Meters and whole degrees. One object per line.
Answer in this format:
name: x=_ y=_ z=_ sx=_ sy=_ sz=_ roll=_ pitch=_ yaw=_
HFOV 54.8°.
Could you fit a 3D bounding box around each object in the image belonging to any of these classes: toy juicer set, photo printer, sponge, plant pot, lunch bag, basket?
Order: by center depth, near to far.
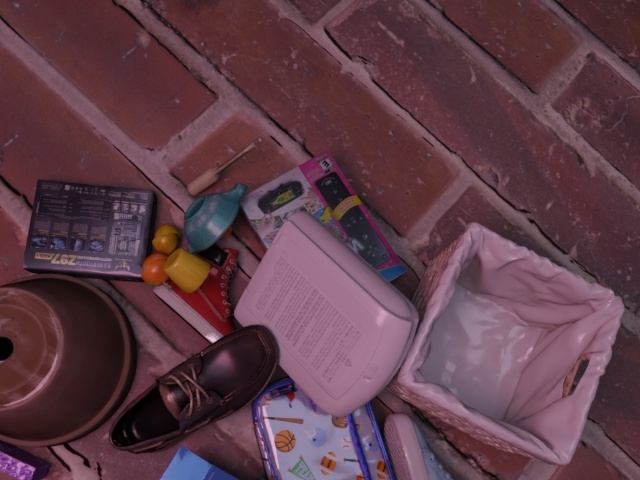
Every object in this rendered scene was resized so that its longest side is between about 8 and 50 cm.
plant pot: x=-0.502 y=0.199 z=1.065 sx=0.323 sy=0.280 sz=0.323 roll=2 pitch=77 yaw=-7
photo printer: x=0.011 y=0.137 z=1.092 sx=0.307 sy=0.107 sz=0.256 roll=42 pitch=117 yaw=24
sponge: x=-0.587 y=0.367 z=1.093 sx=0.210 sy=0.117 sz=0.031 roll=26 pitch=72 yaw=0
lunch bag: x=0.007 y=0.383 z=1.171 sx=0.243 sy=0.115 sz=0.303 roll=-13 pitch=79 yaw=-13
basket: x=0.326 y=0.201 z=1.178 sx=0.331 sy=0.266 sz=0.328 roll=27 pitch=74 yaw=1
toy juicer set: x=-0.236 y=-0.032 z=1.225 sx=0.089 sy=0.209 sz=0.329 roll=42 pitch=55 yaw=-28

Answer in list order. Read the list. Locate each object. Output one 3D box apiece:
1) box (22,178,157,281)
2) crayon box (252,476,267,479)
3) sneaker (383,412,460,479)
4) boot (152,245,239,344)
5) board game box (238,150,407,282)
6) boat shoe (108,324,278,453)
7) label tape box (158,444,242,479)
box: x=-0.457 y=-0.018 z=1.239 sx=0.232 sy=0.059 sz=0.183 roll=4 pitch=75 yaw=-7
crayon box: x=-0.228 y=0.566 z=1.108 sx=0.318 sy=0.081 sz=0.202 roll=-13 pitch=77 yaw=-11
sneaker: x=0.233 y=0.489 z=1.173 sx=0.150 sy=0.135 sz=0.366 roll=-17 pitch=87 yaw=-19
boot: x=-0.186 y=0.116 z=1.229 sx=0.244 sy=0.088 sz=0.176 roll=41 pitch=73 yaw=8
board game box: x=0.000 y=0.000 z=1.276 sx=0.224 sy=0.097 sz=0.303 roll=-31 pitch=82 yaw=-13
boat shoe: x=-0.225 y=0.279 z=1.092 sx=0.355 sy=0.130 sz=0.132 roll=-39 pitch=78 yaw=12
label tape box: x=-0.149 y=0.522 z=0.984 sx=0.333 sy=0.106 sz=0.241 roll=35 pitch=66 yaw=-4
